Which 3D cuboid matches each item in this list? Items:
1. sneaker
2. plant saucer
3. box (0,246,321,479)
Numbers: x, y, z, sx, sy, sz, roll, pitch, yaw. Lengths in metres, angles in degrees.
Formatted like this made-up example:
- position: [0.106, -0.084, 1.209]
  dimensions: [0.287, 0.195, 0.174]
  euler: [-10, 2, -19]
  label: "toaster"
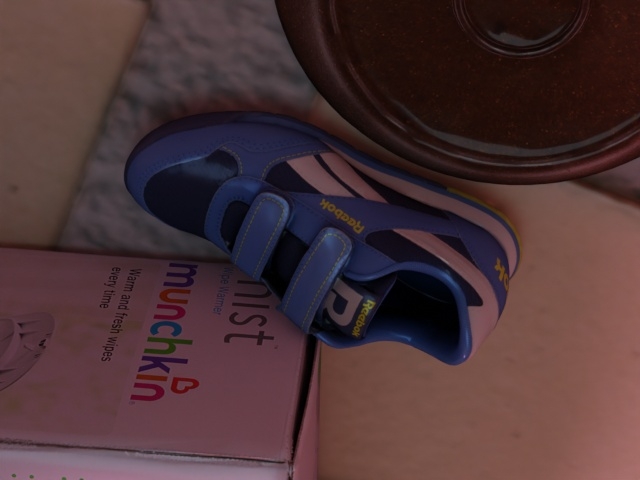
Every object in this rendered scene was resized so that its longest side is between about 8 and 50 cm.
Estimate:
- position: [0.000, 0.000, 0.685]
  dimensions: [0.144, 0.059, 0.053]
  euler: [18, 136, -4]
  label: "sneaker"
- position: [0.066, -0.084, 0.647]
  dimensions: [0.168, 0.029, 0.168]
  euler: [2, 123, 3]
  label: "plant saucer"
- position: [-0.117, 0.142, 0.749]
  dimensions: [0.231, 0.126, 0.262]
  euler: [3, 122, 3]
  label: "box"
